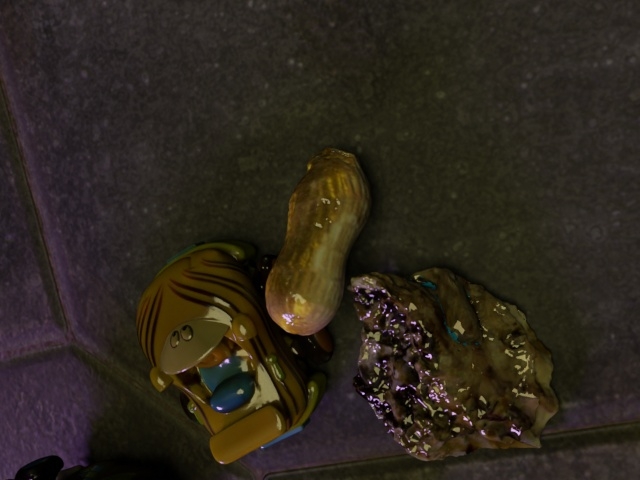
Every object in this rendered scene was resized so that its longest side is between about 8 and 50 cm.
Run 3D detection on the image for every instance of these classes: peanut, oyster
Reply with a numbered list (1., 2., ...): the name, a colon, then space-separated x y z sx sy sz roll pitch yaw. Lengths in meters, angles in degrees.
1. peanut: 0.000 0.000 0.843 0.087 0.087 0.206 11 76 18
2. oyster: 0.137 0.134 0.840 0.223 0.083 0.214 -1 99 13

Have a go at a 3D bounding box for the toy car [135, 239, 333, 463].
1. toy car: -0.110 0.124 0.887 0.200 0.142 0.248 -34 87 19

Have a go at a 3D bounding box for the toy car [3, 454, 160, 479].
1. toy car: -0.266 0.347 0.919 0.198 0.248 0.204 -20 90 16
